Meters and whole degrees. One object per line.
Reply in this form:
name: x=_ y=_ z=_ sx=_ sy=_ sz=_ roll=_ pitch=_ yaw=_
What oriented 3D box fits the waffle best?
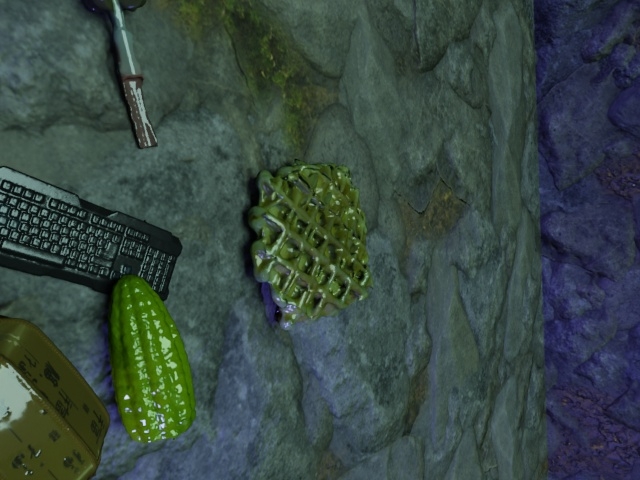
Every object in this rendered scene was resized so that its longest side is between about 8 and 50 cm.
waffle: x=0.000 y=0.000 z=0.879 sx=0.317 sy=0.073 sz=0.297 roll=-16 pitch=101 yaw=-48

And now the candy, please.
candy: x=-0.216 y=0.143 z=0.612 sx=0.096 sy=0.096 sz=0.210 roll=-19 pitch=101 yaw=-48

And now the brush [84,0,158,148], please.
brush: x=-0.248 y=-0.264 z=0.609 sx=0.084 sy=0.071 sz=0.301 roll=-21 pitch=115 yaw=-31

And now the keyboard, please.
keyboard: x=-0.283 y=0.001 z=0.588 sx=0.262 sy=0.016 sz=0.106 roll=28 pitch=69 yaw=-46

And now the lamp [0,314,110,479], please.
lamp: x=-0.304 y=0.171 z=0.462 sx=0.161 sy=0.161 sz=0.185 roll=-46 pitch=125 yaw=-40
